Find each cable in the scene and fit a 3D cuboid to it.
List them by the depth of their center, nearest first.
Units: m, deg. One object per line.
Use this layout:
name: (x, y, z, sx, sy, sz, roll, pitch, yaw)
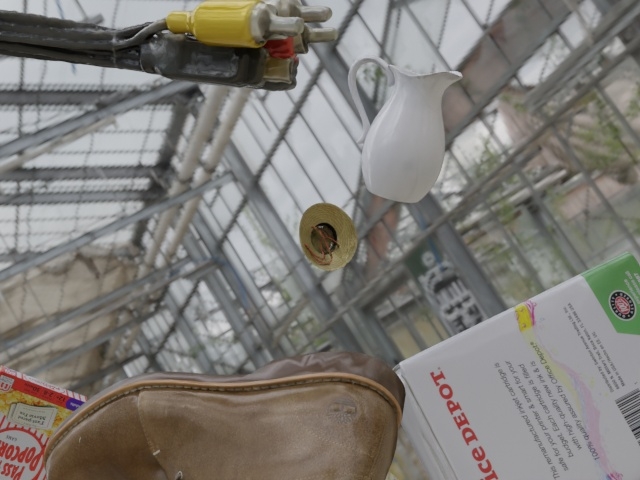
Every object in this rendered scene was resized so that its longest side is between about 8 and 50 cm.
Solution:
cable: (-0.127, -0.161, 0.698, 0.287, 0.072, 0.139, 10, 8, 14)

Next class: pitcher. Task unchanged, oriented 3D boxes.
pitcher: (0.113, -0.176, 1.419, 0.125, 0.178, 0.207, -19, -56, -64)

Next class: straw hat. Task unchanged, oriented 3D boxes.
straw hat: (0.000, 0.000, 1.834, 0.145, 0.144, 0.061, -25, -3, -35)

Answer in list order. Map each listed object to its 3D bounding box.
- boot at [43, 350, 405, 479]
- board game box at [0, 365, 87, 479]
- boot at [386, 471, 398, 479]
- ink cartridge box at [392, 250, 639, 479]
boot: (-0.090, 0.166, 0.662, 0.305, 0.112, 0.115, -16, 36, 24)
board game box: (-0.479, 0.316, 1.453, 0.193, 0.147, 0.045, -66, 18, -3)
boot: (0.007, 0.434, 1.452, 0.262, 0.203, 0.095, -46, 19, -23)
ink cartridge box: (0.230, 0.166, 0.923, 0.278, 0.201, 0.117, -24, -13, -13)
